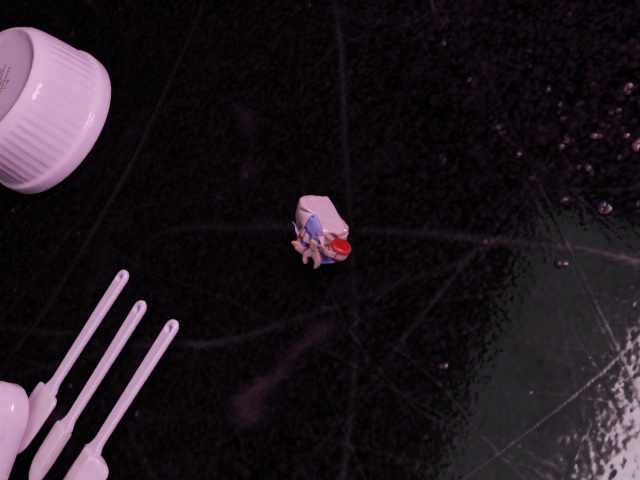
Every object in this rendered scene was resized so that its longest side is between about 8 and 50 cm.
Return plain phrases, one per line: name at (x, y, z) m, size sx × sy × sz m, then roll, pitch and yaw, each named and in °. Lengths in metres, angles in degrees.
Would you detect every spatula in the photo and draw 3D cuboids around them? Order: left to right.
spatula at (-0.240, 0.160, 0.911) m, size 0.168 × 0.019 × 0.242 m, roll 33°, pitch 89°, yaw 46°

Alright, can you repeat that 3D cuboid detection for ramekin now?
ramekin at (-0.382, -0.174, 1.112) m, size 0.207 × 0.109 × 0.207 m, roll -15°, pitch 61°, yaw 29°

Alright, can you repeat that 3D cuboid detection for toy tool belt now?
toy tool belt at (0.000, 0.000, 0.806) m, size 0.051 × 0.052 × 0.083 m, roll -64°, pitch 38°, yaw 36°

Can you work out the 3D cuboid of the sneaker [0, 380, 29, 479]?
sneaker at (-0.401, 0.283, 0.891) m, size 0.106 × 0.123 × 0.289 m, roll 0°, pitch 75°, yaw 34°
